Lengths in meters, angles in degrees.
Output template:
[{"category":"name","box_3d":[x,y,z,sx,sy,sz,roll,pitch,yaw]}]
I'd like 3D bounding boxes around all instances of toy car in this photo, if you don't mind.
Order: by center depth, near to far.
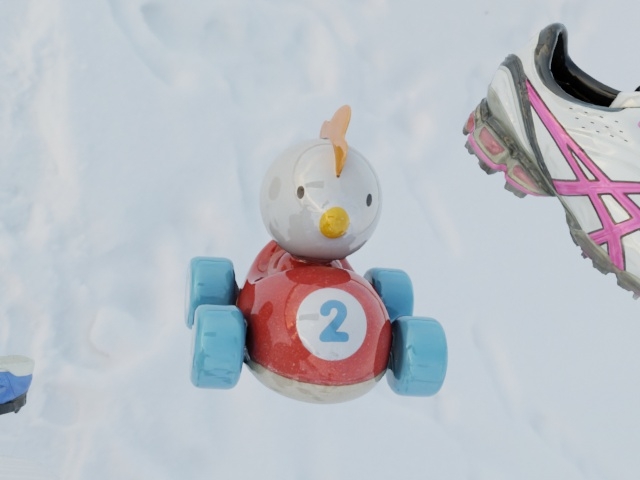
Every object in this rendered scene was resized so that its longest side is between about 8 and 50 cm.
[{"category":"toy car","box_3d":[0.000,0.000,0.771,0.219,0.238,0.210,4,21,-12]}]

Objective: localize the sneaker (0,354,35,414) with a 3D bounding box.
[{"category":"sneaker","box_3d":[-0.444,0.194,1.107,0.152,0.058,0.085,4,98,-49]}]

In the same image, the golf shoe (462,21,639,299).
[{"category":"golf shoe","box_3d":[0.159,-0.033,0.443,0.186,0.086,0.067,43,40,17]}]

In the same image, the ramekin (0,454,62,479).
[{"category":"ramekin","box_3d":[-0.256,0.269,0.564,0.135,0.277,0.277,13,55,-42]}]
